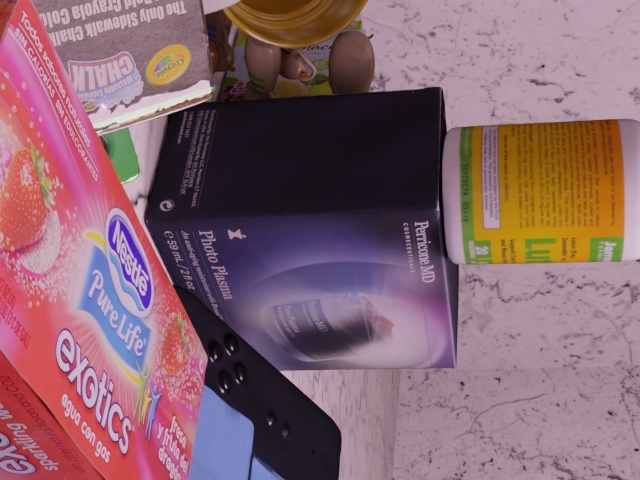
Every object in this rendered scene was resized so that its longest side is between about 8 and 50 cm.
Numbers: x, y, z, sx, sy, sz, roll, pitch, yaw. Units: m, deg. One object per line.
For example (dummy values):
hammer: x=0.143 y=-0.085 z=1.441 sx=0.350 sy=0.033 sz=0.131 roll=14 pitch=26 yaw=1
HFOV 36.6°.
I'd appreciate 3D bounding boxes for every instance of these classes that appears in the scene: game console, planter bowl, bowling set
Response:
game console: x=-0.084 y=0.261 z=0.831 sx=0.342 sy=0.060 sz=0.386 roll=43 pitch=38 yaw=-37
planter bowl: x=-0.046 y=-0.314 z=1.009 sx=0.090 sy=0.217 sz=0.217 roll=27 pitch=-51 yaw=54
bowling set: x=-0.088 y=-0.218 z=1.118 sx=0.287 sy=0.200 sz=0.154 roll=55 pitch=-21 yaw=26

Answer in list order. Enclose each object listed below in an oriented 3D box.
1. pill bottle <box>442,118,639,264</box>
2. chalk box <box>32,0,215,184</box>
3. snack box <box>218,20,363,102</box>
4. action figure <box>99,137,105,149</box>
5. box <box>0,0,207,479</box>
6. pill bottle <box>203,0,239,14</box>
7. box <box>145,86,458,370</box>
pill bottle: x=0.245 y=-0.047 z=0.930 sx=0.136 sy=0.246 sz=0.136 roll=-2 pitch=90 yaw=-77
chalk box: x=-0.155 y=-0.129 z=0.552 sx=0.132 sy=0.132 sz=0.213 roll=-25 pitch=120 yaw=-38
snack box: x=-0.034 y=-0.210 z=1.283 sx=0.207 sy=0.175 sz=0.070 roll=-83 pitch=170 yaw=-48
action figure: x=-0.170 y=-0.056 z=0.709 sx=0.185 sy=0.099 sz=0.285 roll=83 pitch=12 yaw=-66
box: x=-0.174 y=0.043 z=0.482 sx=0.300 sy=0.154 sz=0.142 roll=73 pitch=17 yaw=-50
pill bottle: x=-0.134 y=-0.340 z=0.753 sx=0.301 sy=0.169 sz=0.169 roll=77 pitch=14 yaw=-49
box: x=0.000 y=0.000 z=1.074 sx=0.296 sy=0.294 sz=0.182 roll=74 pitch=16 yaw=-50
